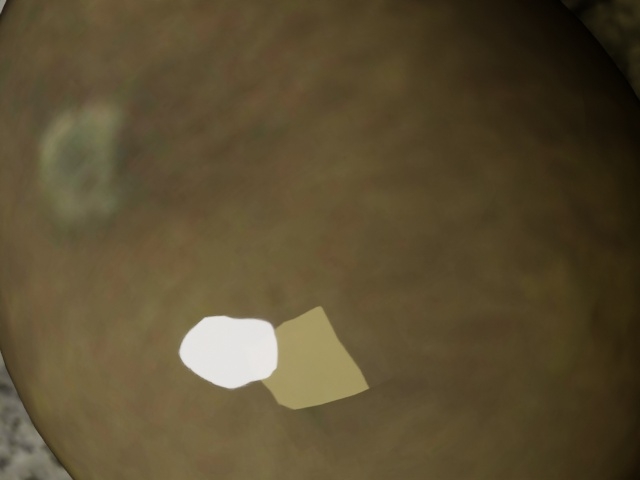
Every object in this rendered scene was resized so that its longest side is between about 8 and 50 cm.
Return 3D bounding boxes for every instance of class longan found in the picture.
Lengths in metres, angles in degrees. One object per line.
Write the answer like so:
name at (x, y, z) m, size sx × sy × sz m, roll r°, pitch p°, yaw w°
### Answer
longan at (0.000, 0.000, 0.540) m, size 0.248 × 0.248 × 0.248 m, roll 4°, pitch 112°, yaw 9°
